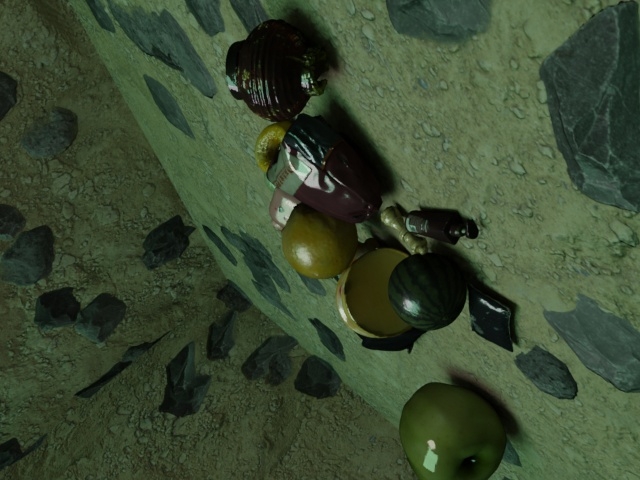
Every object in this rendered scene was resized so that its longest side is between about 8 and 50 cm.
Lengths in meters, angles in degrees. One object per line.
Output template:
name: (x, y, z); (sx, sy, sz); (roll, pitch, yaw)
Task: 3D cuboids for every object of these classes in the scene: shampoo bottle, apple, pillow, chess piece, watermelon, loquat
shampoo bottle: (0.297, -0.036, 1.693); (0.068, 0.067, 0.236); (49, 164, -27)
apple: (0.435, 0.655, 2.317); (0.357, 0.357, 0.357); (43, 161, 19)
pillow: (0.449, 0.208, 1.833); (0.141, 0.055, 0.208); (33, 155, 36)
chess piece: (0.229, -0.022, 1.839); (0.172, 0.060, 0.060); (49, 166, 38)
watermelon: (0.283, 0.134, 1.827); (0.212, 0.212, 0.212); (43, 161, 19)
loquat: (0.000, 0.000, 2.012); (0.244, 0.244, 0.244); (43, 161, 19)

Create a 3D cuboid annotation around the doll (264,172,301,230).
doll: (-0.056, -0.138, 2.191); (0.284, 0.216, 0.268); (31, 134, 6)

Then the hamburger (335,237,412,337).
hamburger: (0.165, 0.141, 2.079); (0.186, 0.261, 0.302); (162, 87, -75)

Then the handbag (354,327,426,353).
handbag: (0.212, 0.290, 2.361); (0.275, 0.178, 0.302); (47, 162, 9)

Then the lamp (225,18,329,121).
lamp: (-0.098, -0.403, 1.650); (0.247, 0.247, 0.247); (43, 161, 19)

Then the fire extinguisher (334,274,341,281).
fire extinguisher: (0.037, 0.060, 2.428); (0.311, 0.114, 0.095); (46, 166, 5)

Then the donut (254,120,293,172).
donut: (-0.130, -0.272, 2.065); (0.178, 0.065, 0.162); (-47, 62, 32)

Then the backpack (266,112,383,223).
backpack: (0.030, -0.179, 1.840); (0.317, 0.197, 0.283); (34, 164, -3)
